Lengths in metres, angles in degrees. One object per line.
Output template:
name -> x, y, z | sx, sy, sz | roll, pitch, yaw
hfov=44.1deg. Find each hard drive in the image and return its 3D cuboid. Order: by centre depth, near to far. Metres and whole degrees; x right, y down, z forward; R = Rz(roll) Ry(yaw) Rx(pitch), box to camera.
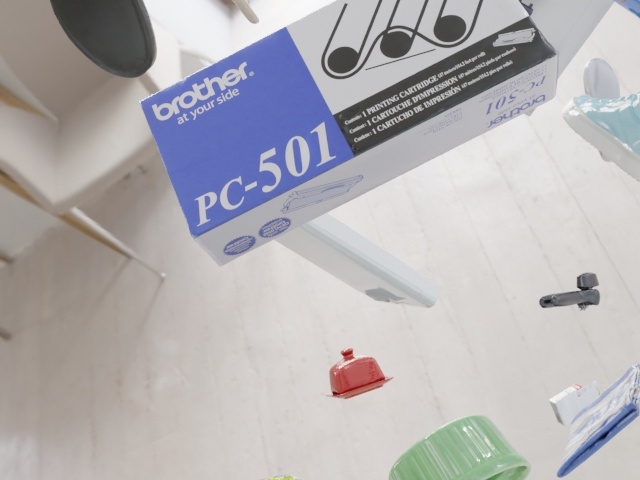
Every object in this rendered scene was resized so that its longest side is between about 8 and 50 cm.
hard drive -> 0.000, 0.000, 1.110 | 0.040, 0.308, 0.203 | -62, 17, -11

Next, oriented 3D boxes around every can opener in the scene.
can opener -> 0.488, 0.110, 1.549 | 0.059, 0.186, 0.073 | -28, 76, 49

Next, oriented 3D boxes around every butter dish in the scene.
butter dish -> 0.083, 0.328, 1.993 | 0.160, 0.160, 0.118 | -17, 83, -12

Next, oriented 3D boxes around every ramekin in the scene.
ramekin -> 0.299, 0.521, 1.754 | 0.303, 0.303, 0.148 | -41, 57, 12

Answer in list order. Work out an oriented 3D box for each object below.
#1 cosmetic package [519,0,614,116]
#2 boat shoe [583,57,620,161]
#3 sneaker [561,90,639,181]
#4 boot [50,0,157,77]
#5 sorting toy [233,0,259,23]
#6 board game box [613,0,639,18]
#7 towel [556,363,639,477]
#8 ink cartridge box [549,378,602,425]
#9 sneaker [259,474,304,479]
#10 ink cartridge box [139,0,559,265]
cosmetic package -> 0.340, -0.433, 1.340 | 0.097, 0.285, 0.377 | -61, 0, -44
boat shoe -> 0.722, -0.330, 2.024 | 0.096, 0.267, 0.088 | -20, 0, -19
sneaker -> 0.554, -0.202, 1.369 | 0.150, 0.135, 0.366 | -57, 25, 20
boot -> -0.185, -0.308, 0.779 | 0.091, 0.262, 0.229 | -15, 18, 28
sorting toy -> -0.133, -0.414, 1.060 | 0.038, 0.193, 0.208 | -10, 87, 8
board game box -> 0.444, -0.428, 1.122 | 0.160, 0.210, 0.047 | -59, 8, 3
towel -> 0.550, 0.346, 1.544 | 0.034, 0.285, 0.209 | 45, 112, 13
ink cartridge box -> 0.578, 0.361, 1.780 | 0.115, 0.062, 0.029 | -28, 14, -12
sneaker -> -0.021, 0.557, 1.576 | 0.296, 0.109, 0.123 | 12, 102, 23
ink cartridge box -> 0.014, -0.078, 0.435 | 0.207, 0.046, 0.097 | -26, 65, 3
